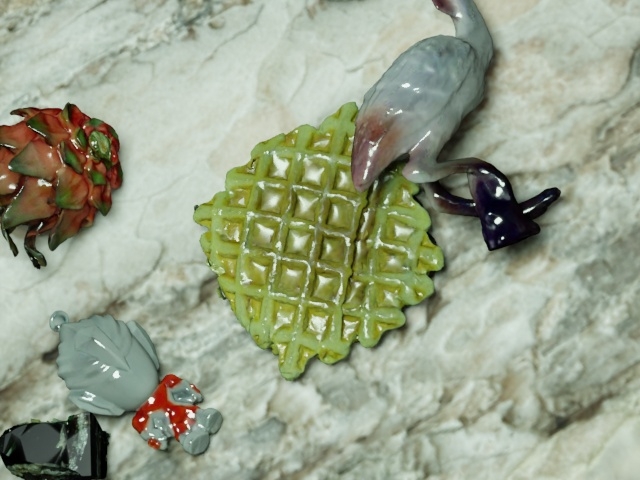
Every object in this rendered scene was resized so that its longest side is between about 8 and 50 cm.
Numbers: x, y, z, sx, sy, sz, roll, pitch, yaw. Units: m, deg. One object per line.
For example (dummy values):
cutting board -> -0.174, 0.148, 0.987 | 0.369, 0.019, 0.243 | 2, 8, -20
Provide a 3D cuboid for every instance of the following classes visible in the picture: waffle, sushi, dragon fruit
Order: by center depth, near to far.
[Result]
sushi -> -0.230, 0.186, 1.412 | 0.083, 0.085, 0.056 | -5, 75, 5
waffle -> 0.000, 0.000, 1.446 | 0.207, 0.054, 0.214 | -32, 77, -6
dragon fruit -> -0.244, -0.059, 1.453 | 0.142, 0.121, 0.130 | -19, 62, -30

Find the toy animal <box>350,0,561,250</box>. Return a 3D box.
toy animal -> 0.108, -0.138, 1.444 | 0.195, 0.090, 0.324 | 2, 69, -23

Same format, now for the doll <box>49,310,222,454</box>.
doll -> -0.169, 0.124, 1.430 | 0.180, 0.079, 0.094 | 37, 68, 1
